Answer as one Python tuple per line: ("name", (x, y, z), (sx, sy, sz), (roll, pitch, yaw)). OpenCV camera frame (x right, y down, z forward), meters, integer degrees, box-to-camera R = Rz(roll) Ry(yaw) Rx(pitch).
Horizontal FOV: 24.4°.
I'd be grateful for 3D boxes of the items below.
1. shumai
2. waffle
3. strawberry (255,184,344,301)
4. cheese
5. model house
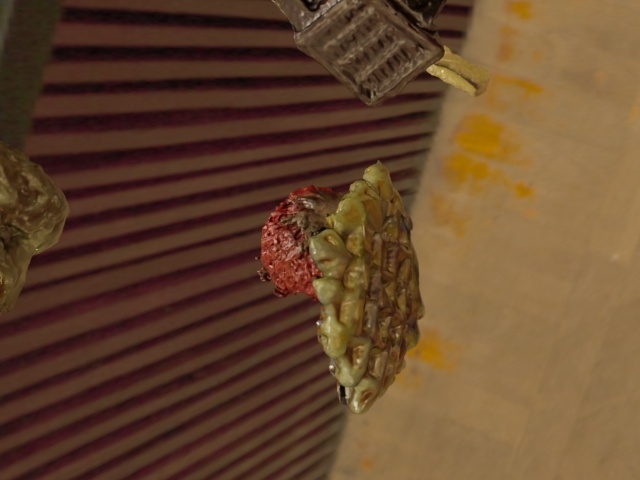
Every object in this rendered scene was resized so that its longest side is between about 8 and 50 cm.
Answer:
("shumai", (-0.462, -0.024, 1.815), (0.261, 0.225, 0.222), (37, 64, -7))
("waffle", (0.052, 0.051, 1.427), (0.054, 0.223, 0.204), (1, 116, 23))
("strawberry", (0.000, 0.000, 1.669), (0.145, 0.145, 0.086), (37, 143, 13))
("cheese", (0.164, -0.204, 1.764), (0.083, 0.044, 0.030), (32, 138, 17))
("model house", (0.047, -0.204, 1.236), (0.165, 0.106, 0.152), (-39, 73, 12))
